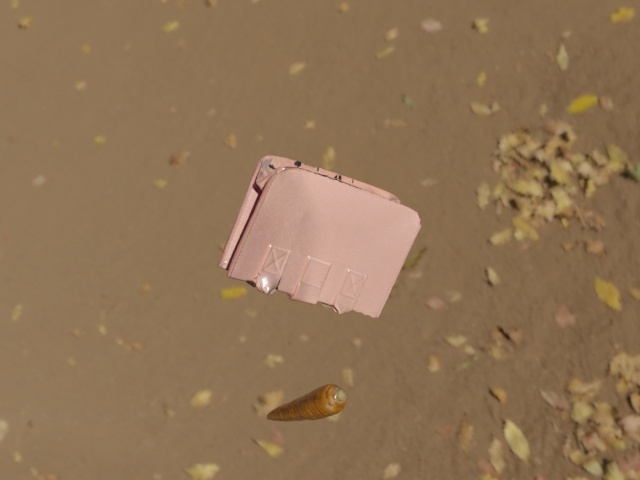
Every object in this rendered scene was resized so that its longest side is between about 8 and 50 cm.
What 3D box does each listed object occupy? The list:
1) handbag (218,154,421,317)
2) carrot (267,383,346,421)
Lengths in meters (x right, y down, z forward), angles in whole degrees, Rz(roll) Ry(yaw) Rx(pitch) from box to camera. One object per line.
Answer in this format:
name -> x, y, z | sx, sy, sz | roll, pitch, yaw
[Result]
handbag -> 0.000, 0.000, 1.352 | 0.059, 0.212, 0.157 | 39, 109, 58
carrot -> -0.028, 0.254, 1.748 | 0.216, 0.048, 0.048 | -27, 39, 53
